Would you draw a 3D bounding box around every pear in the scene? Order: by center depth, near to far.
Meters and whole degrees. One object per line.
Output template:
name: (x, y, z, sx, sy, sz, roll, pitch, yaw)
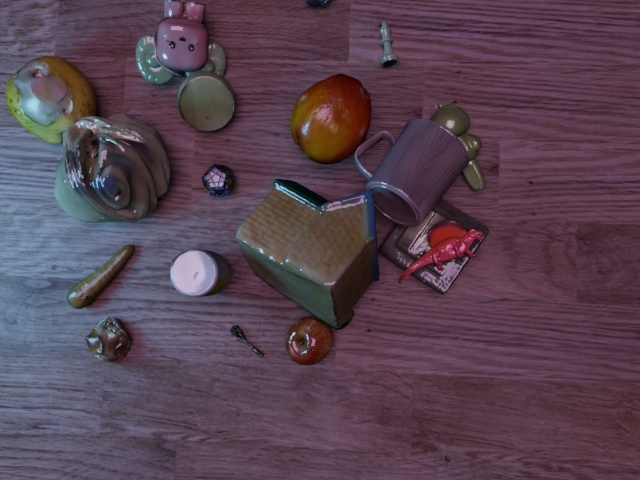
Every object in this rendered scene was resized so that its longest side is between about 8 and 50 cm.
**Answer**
pear: (-0.851, -0.444, 1.874, 0.271, 0.271, 0.271, 0, 86, 3)

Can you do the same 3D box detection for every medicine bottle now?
medicine bottle: (-0.354, 0.099, 1.789, 0.143, 0.258, 0.144, 0, 87, 2)

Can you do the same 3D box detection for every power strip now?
power strip: (0.353, 0.004, 1.842, 0.251, 0.092, 0.257, 36, 90, 13)

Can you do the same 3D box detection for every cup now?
cup: (0.263, -0.222, 1.761, 0.288, 0.208, 0.273, 41, 71, -12)

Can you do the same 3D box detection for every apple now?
apple: (-0.032, 0.310, 1.819, 0.146, 0.131, 0.147, -1, 89, 23)

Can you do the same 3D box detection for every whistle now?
whistle: (0.442, -0.305, 1.858, 0.141, 0.141, 0.294, -36, 104, 0)

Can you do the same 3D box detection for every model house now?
model house: (0.000, 0.000, 1.768, 0.382, 0.335, 0.343, 30, 69, 22)

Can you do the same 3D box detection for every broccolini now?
broccolini: (-0.234, 0.323, 1.888, 0.140, 0.030, 0.035, 40, 53, 0)

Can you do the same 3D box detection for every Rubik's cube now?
Rubik's cube: (-0.327, -0.193, 1.889, 0.111, 0.093, 0.111, 0, 86, 4)

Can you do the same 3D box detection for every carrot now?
carrot: (-0.698, 0.103, 1.906, 0.078, 0.078, 0.298, 44, 85, 5)

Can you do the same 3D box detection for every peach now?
peach: (0.036, -0.375, 1.795, 0.281, 0.281, 0.238, -45, 75, -1)

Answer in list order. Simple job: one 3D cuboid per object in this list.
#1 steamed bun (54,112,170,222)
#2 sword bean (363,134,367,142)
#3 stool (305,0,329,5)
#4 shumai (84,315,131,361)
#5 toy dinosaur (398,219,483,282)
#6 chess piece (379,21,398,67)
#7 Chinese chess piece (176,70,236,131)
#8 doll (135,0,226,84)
steamed bun: (-0.640, -0.217, 1.798, 0.352, 0.247, 0.340, -5, 101, -10)
sword bean: (0.149, -0.359, 1.917, 0.012, 0.012, 0.083, 10, 86, 4)
stool: (0.023, -0.874, 1.886, 0.228, 0.153, 0.139, -43, 85, 0)
shumai: (-0.682, 0.321, 1.862, 0.145, 0.116, 0.146, 0, 85, 1)
toy dinosaur: (0.345, 0.015, 1.770, 0.286, 0.070, 0.139, -22, 68, 12)
chess piece: (0.217, -0.644, 1.912, 0.059, 0.059, 0.149, -7, 82, 3)
Chinese chess piece: (-0.364, -0.445, 1.882, 0.188, 0.083, 0.189, -3, 116, -7)
doll: (-0.445, -0.633, 1.898, 0.284, 0.216, 0.269, 5, 109, -15)
